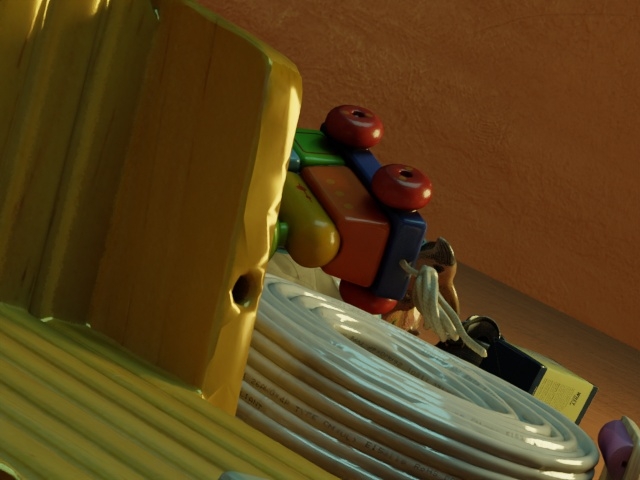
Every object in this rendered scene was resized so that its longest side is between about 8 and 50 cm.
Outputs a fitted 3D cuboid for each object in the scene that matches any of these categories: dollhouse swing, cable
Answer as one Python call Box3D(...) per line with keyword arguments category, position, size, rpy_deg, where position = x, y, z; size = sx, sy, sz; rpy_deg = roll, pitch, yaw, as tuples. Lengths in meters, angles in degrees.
Box3D(category="dollhouse swing", position=(-0.100, -0.035, 0.747), size=(0.305, 0.315, 0.347), rpy_deg=(5, -12, 40))
Box3D(category="cable", position=(0.035, 0.103, 1.060), size=(0.257, 0.089, 0.257), rpy_deg=(31, 6, 35))

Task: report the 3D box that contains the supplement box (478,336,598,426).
Box3D(category="supplement box", position=(0.162, 0.133, 1.461), size=(0.083, 0.083, 0.056), rpy_deg=(21, 8, -46))

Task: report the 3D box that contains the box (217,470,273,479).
Box3D(category="box", position=(0.068, 0.161, 0.616), size=(0.113, 0.094, 0.275), rpy_deg=(30, 6, 42))

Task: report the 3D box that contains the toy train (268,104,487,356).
Box3D(category="toy train", position=(0.000, 0.000, 1.224), size=(0.143, 0.105, 0.248), rpy_deg=(2, 30, -26))

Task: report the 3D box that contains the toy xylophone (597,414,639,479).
Box3D(category="toy xylophone", position=(0.284, 0.222, 1.103), size=(0.322, 0.081, 0.236), rpy_deg=(33, 5, -5))

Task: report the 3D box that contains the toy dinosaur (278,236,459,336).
Box3D(category="toy dinosaur", position=(0.016, 0.040, 1.488), size=(0.200, 0.127, 0.296), rpy_deg=(36, -6, 9))

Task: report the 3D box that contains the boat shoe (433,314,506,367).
Box3D(category="boat shoe", position=(0.137, 0.105, 1.658), size=(0.080, 0.076, 0.228), rpy_deg=(28, 5, 6))

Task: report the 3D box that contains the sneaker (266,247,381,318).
Box3D(category="sneaker", position=(-0.067, 0.037, 1.301), size=(0.228, 0.087, 0.092), rpy_deg=(22, 14, -1))
